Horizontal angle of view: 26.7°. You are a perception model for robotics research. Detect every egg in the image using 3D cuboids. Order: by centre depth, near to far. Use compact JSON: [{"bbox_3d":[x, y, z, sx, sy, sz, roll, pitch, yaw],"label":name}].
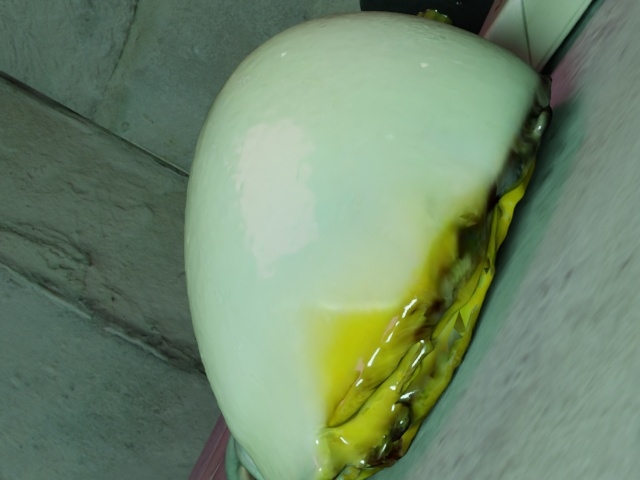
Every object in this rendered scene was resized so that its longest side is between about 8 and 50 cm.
[{"bbox_3d":[0.000,0.001,0.749,0.264,0.174,0.286,115,180,-70],"label":"egg"}]

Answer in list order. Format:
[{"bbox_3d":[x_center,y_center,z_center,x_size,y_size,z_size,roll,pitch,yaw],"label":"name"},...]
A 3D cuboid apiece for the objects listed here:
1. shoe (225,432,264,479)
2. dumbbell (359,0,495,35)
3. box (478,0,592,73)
[{"bbox_3d":[-0.037,0.147,0.898,0.078,0.079,0.195,-54,6,-1],"label":"shoe"},{"bbox_3d":[0.130,-0.241,1.136,0.325,0.143,0.143,-62,3,-28],"label":"dumbbell"},{"bbox_3d":[0.211,-0.268,0.846,0.365,0.051,0.205,-58,4,47],"label":"box"}]
